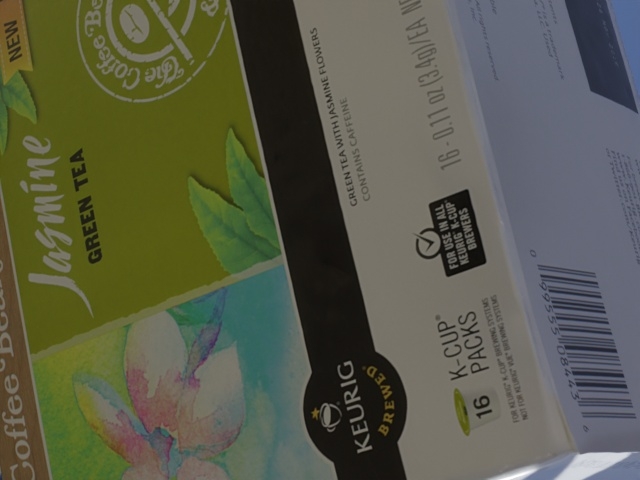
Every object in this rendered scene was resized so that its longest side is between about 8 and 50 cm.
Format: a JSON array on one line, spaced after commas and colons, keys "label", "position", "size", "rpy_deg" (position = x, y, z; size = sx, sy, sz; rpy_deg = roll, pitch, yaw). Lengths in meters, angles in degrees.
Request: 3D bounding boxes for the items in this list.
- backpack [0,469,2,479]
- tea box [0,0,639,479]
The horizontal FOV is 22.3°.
[{"label": "backpack", "position": [-0.079, 0.164, 1.192], "size": [0.273, 0.355, 0.290], "rpy_deg": [34, -41, 60]}, {"label": "tea box", "position": [0.000, 0.000, 0.867], "size": [0.323, 0.220, 0.329], "rpy_deg": [-23, -108, 30]}]
